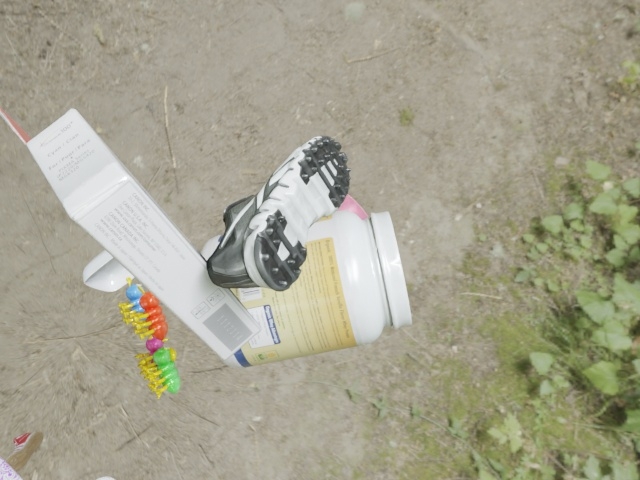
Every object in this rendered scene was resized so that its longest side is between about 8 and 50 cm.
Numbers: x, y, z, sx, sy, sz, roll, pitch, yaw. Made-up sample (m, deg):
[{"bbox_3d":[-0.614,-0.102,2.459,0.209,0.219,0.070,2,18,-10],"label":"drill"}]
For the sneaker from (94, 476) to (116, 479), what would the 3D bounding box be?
[{"bbox_3d":[-0.535,0.671,1.477,0.091,0.126,0.240,14,51,18],"label":"sneaker"}]

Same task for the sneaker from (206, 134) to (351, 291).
[{"bbox_3d":[-0.045,-0.032,0.654,0.078,0.106,0.234,59,37,-26],"label":"sneaker"}]

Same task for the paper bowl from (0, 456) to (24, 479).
[{"bbox_3d":[-0.414,0.279,0.639,0.284,0.284,0.148,46,71,-9],"label":"paper bowl"}]

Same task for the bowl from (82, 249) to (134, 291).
[{"bbox_3d":[-0.536,0.066,1.667,0.142,0.142,0.053,-39,66,5],"label":"bowl"}]

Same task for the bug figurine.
[{"bbox_3d":[-0.323,0.179,1.232,0.072,0.279,0.216,-17,98,-23],"label":"bug figurine"}]

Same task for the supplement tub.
[{"bbox_3d":[-0.022,0.076,1.071,0.316,0.228,0.228,-11,86,4],"label":"supplement tub"}]

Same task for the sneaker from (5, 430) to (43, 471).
[{"bbox_3d":[-0.719,0.505,1.528,0.042,0.067,0.118,60,39,-20],"label":"sneaker"}]

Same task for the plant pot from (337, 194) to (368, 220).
[{"bbox_3d":[0.000,0.000,1.489,0.180,0.201,0.201,-43,98,-22],"label":"plant pot"}]

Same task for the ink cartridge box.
[{"bbox_3d":[-0.210,-0.024,0.716,0.066,0.261,0.296,-41,142,-9],"label":"ink cartridge box"}]
